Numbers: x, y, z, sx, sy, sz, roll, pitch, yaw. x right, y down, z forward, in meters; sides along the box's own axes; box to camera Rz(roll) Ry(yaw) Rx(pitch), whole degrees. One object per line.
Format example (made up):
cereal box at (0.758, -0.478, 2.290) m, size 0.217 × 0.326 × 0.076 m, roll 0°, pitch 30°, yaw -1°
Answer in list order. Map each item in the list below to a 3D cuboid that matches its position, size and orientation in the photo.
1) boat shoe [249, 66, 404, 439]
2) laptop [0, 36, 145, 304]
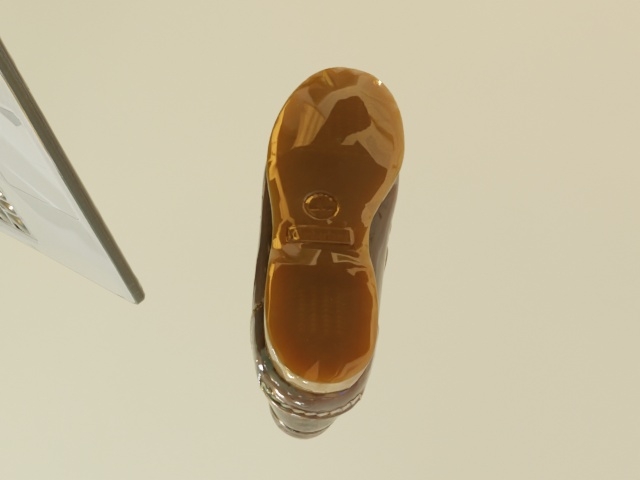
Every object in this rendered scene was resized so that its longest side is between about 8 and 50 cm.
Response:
boat shoe at (0.000, 0.000, 0.462) m, size 0.073 × 0.073 × 0.207 m, roll 11°, pitch -127°, yaw 1°
laptop at (-0.396, -0.055, 0.625) m, size 0.408 × 0.382 × 0.236 m, roll 25°, pitch -117°, yaw 24°
